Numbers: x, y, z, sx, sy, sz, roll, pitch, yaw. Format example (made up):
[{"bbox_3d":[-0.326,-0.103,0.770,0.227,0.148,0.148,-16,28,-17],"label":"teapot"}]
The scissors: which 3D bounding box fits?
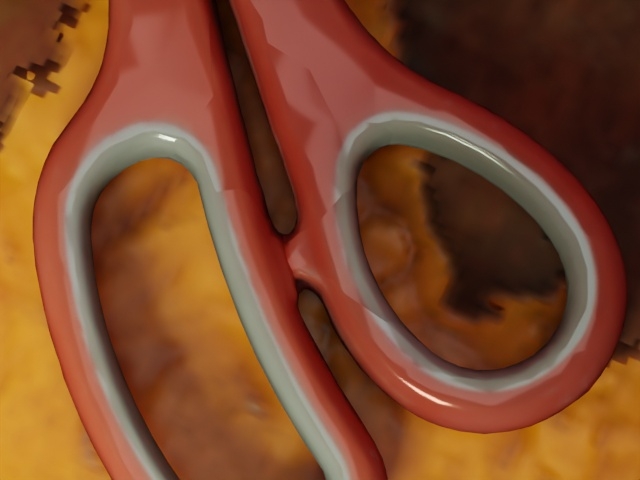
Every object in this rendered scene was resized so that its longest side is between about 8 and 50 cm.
[{"bbox_3d":[-0.038,-0.078,0.397,0.109,0.021,0.297,-24,83,-4],"label":"scissors"}]
